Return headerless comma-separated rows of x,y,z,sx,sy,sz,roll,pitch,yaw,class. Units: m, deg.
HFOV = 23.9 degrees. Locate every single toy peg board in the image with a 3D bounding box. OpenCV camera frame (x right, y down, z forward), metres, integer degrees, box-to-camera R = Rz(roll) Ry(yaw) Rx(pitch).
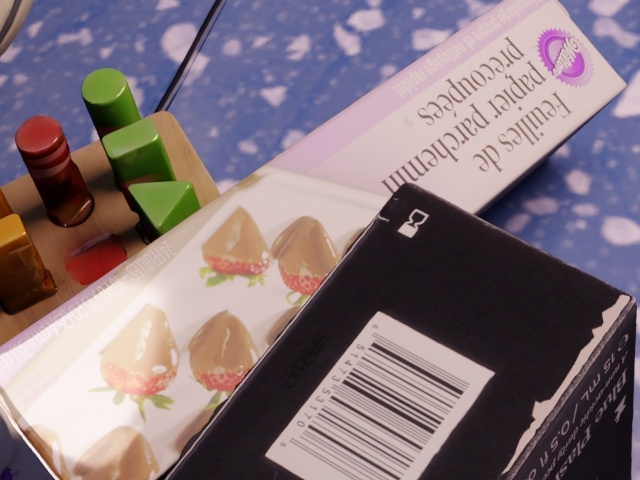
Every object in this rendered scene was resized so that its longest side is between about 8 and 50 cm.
-0.110,0.014,0.638,0.160,0.079,0.161,-26,55,-9,toy peg board

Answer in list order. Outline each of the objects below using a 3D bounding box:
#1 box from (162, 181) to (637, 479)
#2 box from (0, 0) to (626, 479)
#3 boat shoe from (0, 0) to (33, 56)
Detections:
0.029,0.095,0.510,0.093,0.158,0.156,28,65,26,box
0.000,0.000,0.564,0.063,0.067,0.324,50,51,3,box
-0.252,-0.251,0.779,0.187,0.156,0.500,-49,56,15,boat shoe
